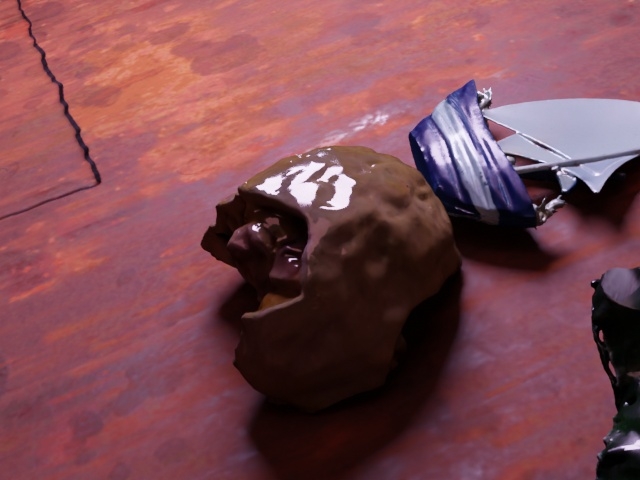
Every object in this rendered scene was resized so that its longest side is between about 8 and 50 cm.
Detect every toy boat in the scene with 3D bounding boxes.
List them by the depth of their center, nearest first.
[{"bbox_3d":[0.215,-0.079,0.912,0.292,0.070,0.210,3,42,18],"label":"toy boat"}]

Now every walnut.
[{"bbox_3d":[0.012,0.000,0.821,0.204,0.141,0.238,-14,40,-8],"label":"walnut"}]

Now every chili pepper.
[{"bbox_3d":[0.240,0.094,0.640,0.148,0.116,0.264,1,40,15],"label":"chili pepper"}]
